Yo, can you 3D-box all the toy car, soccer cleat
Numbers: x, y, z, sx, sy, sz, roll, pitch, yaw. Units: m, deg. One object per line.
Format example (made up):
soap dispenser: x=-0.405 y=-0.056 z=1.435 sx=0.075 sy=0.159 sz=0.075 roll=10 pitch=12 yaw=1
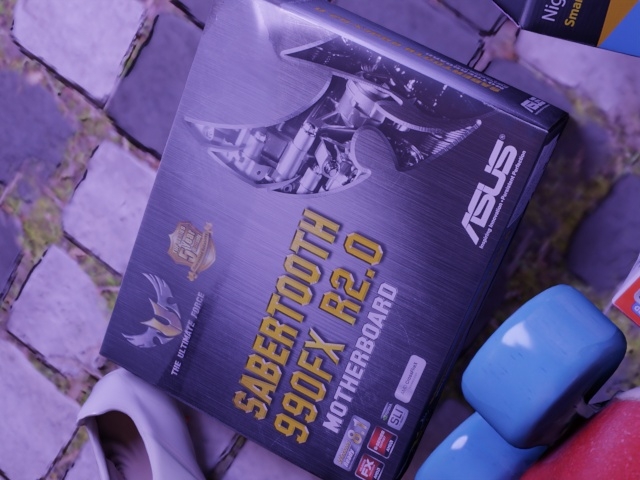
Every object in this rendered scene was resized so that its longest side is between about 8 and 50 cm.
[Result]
toy car: x=0.088 y=0.185 z=0.548 sx=0.219 sy=0.238 sz=0.210 roll=47 pitch=150 yaw=21
soccer cleat: x=-0.081 y=0.166 z=0.744 sx=0.068 sy=0.076 sz=0.196 roll=-28 pitch=94 yaw=27

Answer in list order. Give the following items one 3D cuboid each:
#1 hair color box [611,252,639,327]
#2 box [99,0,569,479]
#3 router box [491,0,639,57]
hair color box: x=0.208 y=-0.026 z=0.559 sx=0.053 sy=0.093 sz=0.167 roll=43 pitch=117 yaw=6
box: x=0.000 y=0.000 z=0.673 sx=0.183 sy=0.056 sz=0.231 roll=27 pitch=114 yaw=12
router box: x=0.163 y=-0.163 z=0.529 sx=0.133 sy=0.046 sz=0.179 roll=9 pitch=113 yaw=-16
